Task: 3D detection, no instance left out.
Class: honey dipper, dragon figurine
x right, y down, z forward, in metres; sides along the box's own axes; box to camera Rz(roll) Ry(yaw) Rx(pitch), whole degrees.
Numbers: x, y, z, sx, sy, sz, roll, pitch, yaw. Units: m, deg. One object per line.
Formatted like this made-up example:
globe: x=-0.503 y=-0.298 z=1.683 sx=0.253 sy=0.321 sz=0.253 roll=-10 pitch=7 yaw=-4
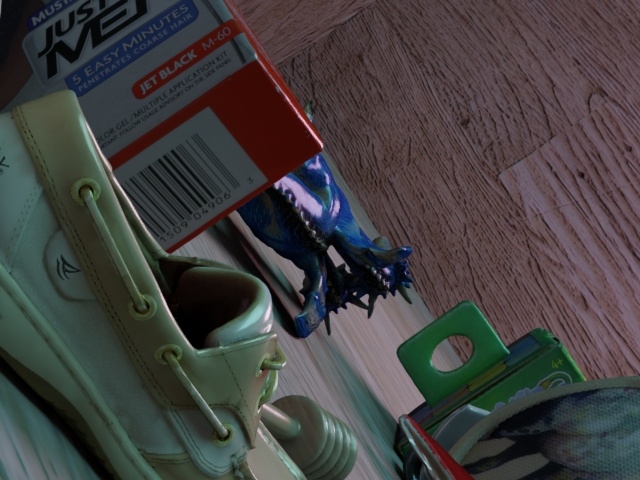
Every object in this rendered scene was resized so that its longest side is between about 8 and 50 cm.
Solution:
honey dipper: x=-0.029 y=0.059 z=0.532 sx=0.030 sy=0.030 sz=0.160 roll=58 pitch=8 yaw=29
dragon figurine: x=0.000 y=0.000 z=0.890 sx=0.144 sy=0.085 sz=0.289 roll=55 pitch=3 yaw=-3

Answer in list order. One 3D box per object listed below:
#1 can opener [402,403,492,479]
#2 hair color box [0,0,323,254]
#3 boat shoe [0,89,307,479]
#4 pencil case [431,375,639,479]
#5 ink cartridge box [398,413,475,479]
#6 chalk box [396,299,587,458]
can opener: x=0.190 y=0.175 z=0.924 sx=0.283 sy=0.076 sz=0.095 roll=20 pitch=-2 yaw=-6
hair color box: x=-0.078 y=-0.070 z=0.488 sx=0.053 sy=0.093 sz=0.167 roll=51 pitch=5 yaw=-49
boat shoe: x=-0.038 y=0.029 z=0.398 sx=0.170 sy=0.059 sz=0.063 roll=53 pitch=5 yaw=-39
pencil case: x=0.204 y=0.232 z=0.760 sx=0.410 sy=0.183 sz=0.160 roll=53 pitch=40 yaw=-44
ink cartridge box: x=0.064 y=0.168 z=0.368 sx=0.231 sy=0.078 sz=0.134 roll=58 pitch=4 yaw=28
chalk box: x=0.138 y=0.145 z=1.033 sx=0.213 sy=0.132 sz=0.132 roll=55 pitch=4 yaw=1
